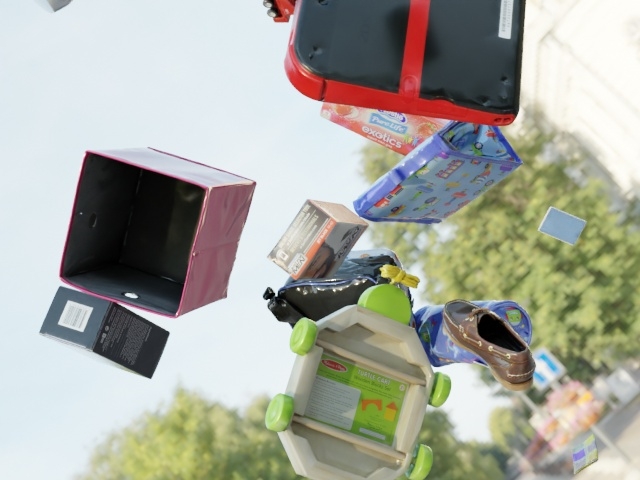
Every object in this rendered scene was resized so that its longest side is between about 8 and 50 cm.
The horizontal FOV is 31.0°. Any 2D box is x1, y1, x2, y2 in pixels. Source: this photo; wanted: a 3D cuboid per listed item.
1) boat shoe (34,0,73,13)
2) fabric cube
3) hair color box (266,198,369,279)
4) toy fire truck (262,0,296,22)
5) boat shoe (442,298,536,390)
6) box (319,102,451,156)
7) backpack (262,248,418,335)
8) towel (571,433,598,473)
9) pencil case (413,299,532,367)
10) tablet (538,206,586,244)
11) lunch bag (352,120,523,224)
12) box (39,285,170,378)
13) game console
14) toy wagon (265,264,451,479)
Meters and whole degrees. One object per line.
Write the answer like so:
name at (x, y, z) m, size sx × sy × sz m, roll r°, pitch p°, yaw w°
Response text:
boat shoe at (-0.342, -0.415, 1.449) m, size 0.156 × 0.367 × 0.136 m, roll -31°, pitch -47°, yaw -8°
fabric cube at (-0.304, -0.022, 2.184) m, size 0.258 × 0.254 × 0.259 m, roll -20°, pitch -55°, yaw -74°
hair color box at (0.000, 0.000, 1.500) m, size 0.093 × 0.053 × 0.167 m, roll -55°, pitch -15°, yaw 10°
toy fire truck at (-0.029, -0.413, 1.959) m, size 0.192 × 0.135 × 0.047 m, roll 62°, pitch -143°, yaw -56°
boat shoe at (0.246, 0.135, 1.695) m, size 0.073 × 0.207 × 0.073 m, roll -25°, pitch -54°, yaw -19°
box at (0.170, -0.300, 2.504) m, size 0.154 × 0.300 × 0.142 m, roll -60°, pitch -7°, yaw -35°
backpack at (0.067, 0.154, 2.275) m, size 0.276 × 0.263 × 0.213 m, roll -3°, pitch 27°, yaw 31°
towel at (0.526, 0.426, 2.297) m, size 0.060 × 0.009 × 0.083 m, roll -40°, pitch 16°, yaw 26°
pencil case at (0.284, 0.186, 2.237) m, size 0.306 × 0.119 × 0.133 m, roll -11°, pitch 65°, yaw 65°
tablet at (0.466, -0.028, 2.223) m, size 0.054 × 0.083 × 0.006 m, roll -65°, pitch 16°, yaw 14°
lunch bag at (0.202, -0.122, 2.126) m, size 0.221 × 0.138 × 0.293 m, roll -37°, pitch -11°, yaw 31°
box at (-0.427, 0.184, 2.299) m, size 0.207 × 0.153 × 0.108 m, roll 39°, pitch -113°, yaw -53°
game console at (0.135, -0.350, 1.717) m, size 0.060 × 0.342 × 0.387 m, roll 105°, pitch 175°, yaw -60°
toy wagon at (0.071, 0.206, 1.758) m, size 0.068 × 0.267 × 0.344 m, roll -18°, pitch 52°, yaw 63°
